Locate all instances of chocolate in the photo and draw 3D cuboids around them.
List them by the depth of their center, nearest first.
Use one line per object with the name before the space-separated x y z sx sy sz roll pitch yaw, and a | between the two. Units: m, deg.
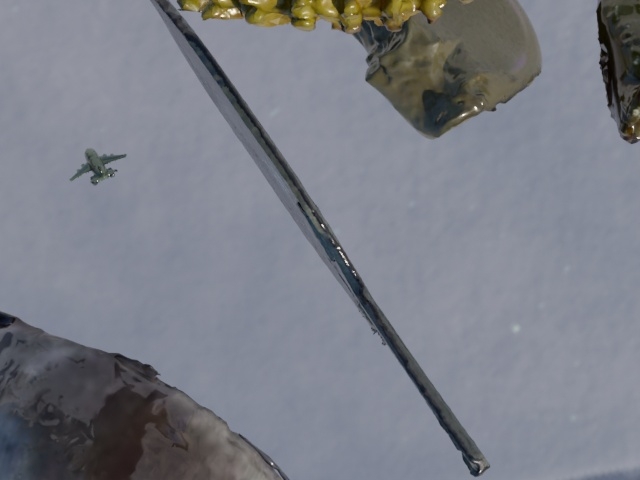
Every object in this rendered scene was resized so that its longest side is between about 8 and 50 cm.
chocolate | -0.175 0.217 1.172 0.303 0.213 0.303 22 149 14

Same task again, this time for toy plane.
toy plane | -0.288 -0.095 2.344 0.083 0.080 0.033 51 165 57

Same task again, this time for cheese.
cheese | 0.086 -0.182 1.520 0.202 0.175 0.091 44 132 4

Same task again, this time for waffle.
waffle | 0.019 -0.190 1.159 0.193 0.197 0.070 17 124 40

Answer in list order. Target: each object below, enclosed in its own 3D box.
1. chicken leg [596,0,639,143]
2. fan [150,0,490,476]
chicken leg | 0.291 -0.184 1.290 0.211 0.140 0.361 -4 88 28
fan | -0.002 -0.001 0.881 0.294 0.012 0.223 56 177 13
